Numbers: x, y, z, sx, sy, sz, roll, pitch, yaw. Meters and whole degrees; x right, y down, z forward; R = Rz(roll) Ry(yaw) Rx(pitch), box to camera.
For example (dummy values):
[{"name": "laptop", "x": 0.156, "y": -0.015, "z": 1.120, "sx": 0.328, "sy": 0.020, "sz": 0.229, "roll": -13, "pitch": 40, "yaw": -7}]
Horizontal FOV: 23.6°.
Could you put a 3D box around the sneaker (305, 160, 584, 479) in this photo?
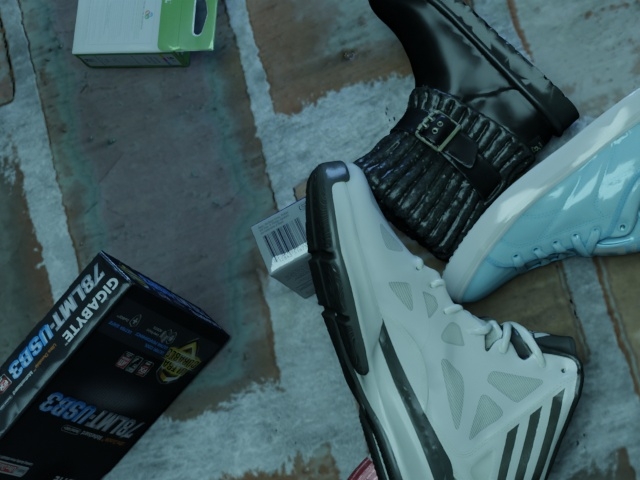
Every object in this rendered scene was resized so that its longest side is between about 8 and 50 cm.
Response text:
[{"name": "sneaker", "x": 0.149, "y": 0.098, "z": 1.778, "sx": 0.258, "sy": 0.169, "sz": 0.447, "roll": -18, "pitch": 94, "yaw": -9}]

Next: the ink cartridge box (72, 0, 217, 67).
[{"name": "ink cartridge box", "x": -0.228, "y": -0.297, "z": 2.091, "sx": 0.209, "sy": 0.062, "sz": 0.109, "roll": 1, "pitch": 76, "yaw": 18}]

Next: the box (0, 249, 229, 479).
[{"name": "box", "x": -0.278, "y": 0.176, "z": 1.860, "sx": 0.073, "sy": 0.295, "sz": 0.293, "roll": 40, "pitch": 90, "yaw": 25}]

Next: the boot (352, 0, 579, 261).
[{"name": "boot", "x": 0.119, "y": -0.169, "z": 1.909, "sx": 0.260, "sy": 0.131, "sz": 0.348, "roll": -45, "pitch": 68, "yaw": 2}]

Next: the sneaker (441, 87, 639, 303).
[{"name": "sneaker", "x": 0.308, "y": -0.025, "z": 1.811, "sx": 0.366, "sy": 0.135, "sz": 0.150, "roll": -42, "pitch": 72, "yaw": 9}]

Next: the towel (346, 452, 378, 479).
[{"name": "towel", "x": 0.063, "y": 0.429, "z": 1.825, "sx": 0.237, "sy": 0.037, "sz": 0.329, "roll": 37, "pitch": 88, "yaw": 25}]

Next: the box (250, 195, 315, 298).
[{"name": "box", "x": 0.000, "y": 0.000, "z": 1.899, "sx": 0.126, "sy": 0.137, "sz": 0.072, "roll": -28, "pitch": 68, "yaw": 9}]
